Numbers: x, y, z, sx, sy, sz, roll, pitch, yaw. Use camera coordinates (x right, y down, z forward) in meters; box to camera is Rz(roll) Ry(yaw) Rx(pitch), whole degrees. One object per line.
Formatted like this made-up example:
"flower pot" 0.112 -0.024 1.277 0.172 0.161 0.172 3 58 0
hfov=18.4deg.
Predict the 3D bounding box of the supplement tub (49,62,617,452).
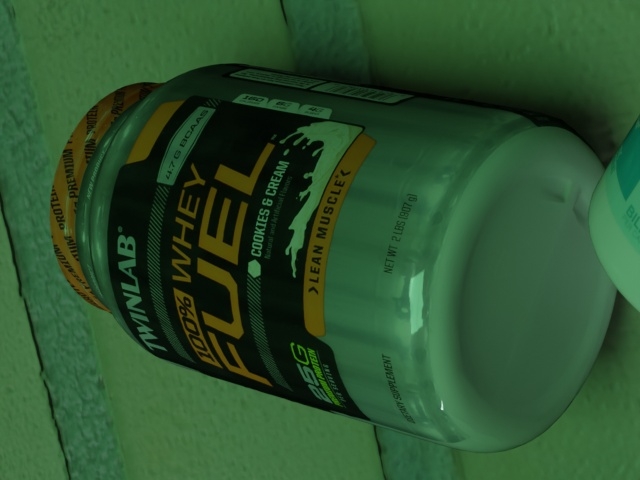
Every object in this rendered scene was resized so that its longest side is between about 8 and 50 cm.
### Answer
"supplement tub" 0.000 0.000 1.169 0.316 0.193 0.194 12 114 40

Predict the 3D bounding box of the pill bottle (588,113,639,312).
"pill bottle" 0.246 -0.074 0.948 0.146 0.146 0.264 44 130 21
